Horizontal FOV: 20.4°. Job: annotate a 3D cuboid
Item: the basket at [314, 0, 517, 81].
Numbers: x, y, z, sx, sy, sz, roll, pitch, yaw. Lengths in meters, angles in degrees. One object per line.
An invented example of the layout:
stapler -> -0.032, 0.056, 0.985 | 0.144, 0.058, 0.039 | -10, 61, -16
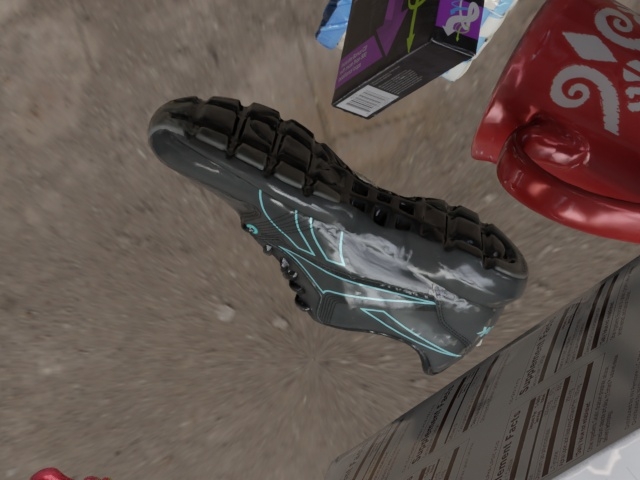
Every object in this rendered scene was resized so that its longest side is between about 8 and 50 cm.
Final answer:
basket -> 0.047, -0.291, 1.632 | 0.289, 0.201, 0.255 | 33, 42, -8

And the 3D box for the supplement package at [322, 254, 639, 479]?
supplement package -> 0.116, 0.143, 0.671 | 0.203, 0.149, 0.194 | -37, 101, 30

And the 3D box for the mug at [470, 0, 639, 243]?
mug -> 0.171, -0.039, 0.936 | 0.169, 0.113, 0.150 | 30, 67, 11

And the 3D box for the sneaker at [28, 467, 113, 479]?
sneaker -> -0.166, 0.236, 1.421 | 0.208, 0.081, 0.094 | 8, 124, 37

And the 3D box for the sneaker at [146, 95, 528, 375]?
sneaker -> 0.000, 0.000, 1.152 | 0.267, 0.101, 0.106 | 28, 116, -7

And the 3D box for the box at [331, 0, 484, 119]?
box -> 0.054, -0.155, 0.922 | 0.029, 0.116, 0.162 | 19, 70, -20

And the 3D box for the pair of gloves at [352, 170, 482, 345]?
pair of gloves -> 0.051, 0.018, 1.637 | 0.204, 0.240, 0.042 | 25, 68, 25
